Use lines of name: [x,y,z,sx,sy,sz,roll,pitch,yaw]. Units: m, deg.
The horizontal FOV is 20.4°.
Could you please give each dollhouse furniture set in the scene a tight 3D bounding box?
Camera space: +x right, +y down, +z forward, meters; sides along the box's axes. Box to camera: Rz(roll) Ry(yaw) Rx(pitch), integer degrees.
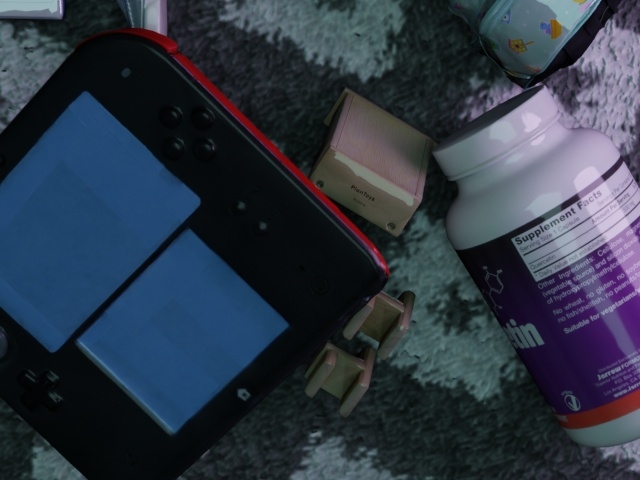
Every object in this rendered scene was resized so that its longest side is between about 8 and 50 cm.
dollhouse furniture set: [0.000,0.000,1.708,0.212,0.161,0.242,31,115,-6]

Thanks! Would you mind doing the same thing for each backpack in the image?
backpack: [0.206,-0.235,1.651,0.144,0.188,0.166,39,92,-7]

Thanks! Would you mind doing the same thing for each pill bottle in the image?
pill bottle: [0.239,0.022,1.682,0.181,0.181,0.323,-32,96,-1]

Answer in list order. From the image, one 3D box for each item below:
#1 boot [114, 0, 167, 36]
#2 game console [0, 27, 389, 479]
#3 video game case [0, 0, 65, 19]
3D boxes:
boot: [-0.193,-0.255,1.688,0.086,0.069,0.190,-4,87,1]
game console: [-0.176,0.030,1.634,0.342,0.060,0.386,46,116,0]
video game case: [-0.363,-0.342,1.665,0.244,0.061,0.269,0,95,-6]
